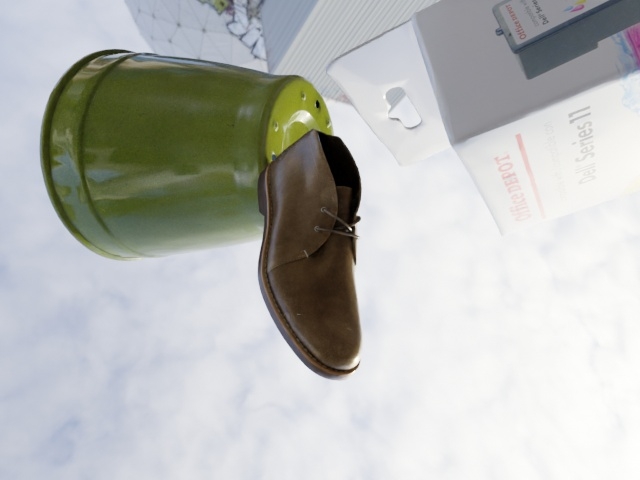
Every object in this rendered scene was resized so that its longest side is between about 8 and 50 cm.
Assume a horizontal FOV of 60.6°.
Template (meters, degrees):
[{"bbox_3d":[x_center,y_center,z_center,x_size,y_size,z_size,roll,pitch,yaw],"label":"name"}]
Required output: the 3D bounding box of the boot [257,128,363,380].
[{"bbox_3d":[0.000,0.000,0.617,0.112,0.115,0.305,14,-131,-36],"label":"boot"}]

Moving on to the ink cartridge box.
[{"bbox_3d":[0.205,-0.113,0.411,0.207,0.353,0.119,32,-138,-57],"label":"ink cartridge box"}]

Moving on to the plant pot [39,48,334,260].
[{"bbox_3d":[-0.177,-0.134,0.891,0.366,0.352,0.367,-17,-71,-62],"label":"plant pot"}]
